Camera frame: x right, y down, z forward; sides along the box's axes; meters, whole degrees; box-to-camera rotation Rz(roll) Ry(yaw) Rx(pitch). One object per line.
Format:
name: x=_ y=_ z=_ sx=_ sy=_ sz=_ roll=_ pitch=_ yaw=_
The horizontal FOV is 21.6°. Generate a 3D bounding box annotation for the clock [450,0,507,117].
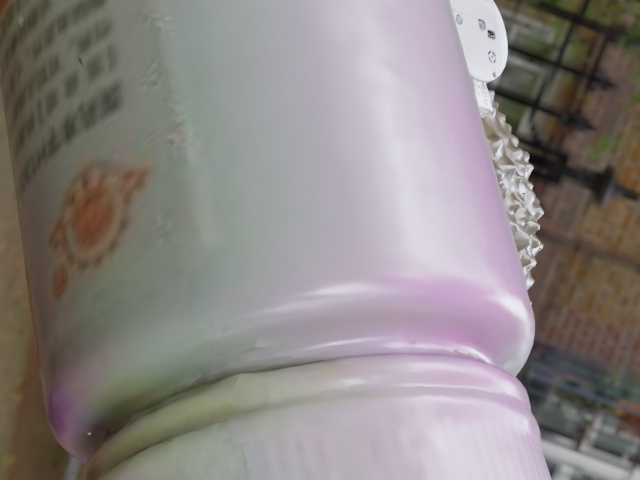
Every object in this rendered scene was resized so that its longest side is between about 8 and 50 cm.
clock: x=0.060 y=-0.119 z=0.961 sx=0.041 sy=0.129 sz=0.087 roll=-15 pitch=-115 yaw=40

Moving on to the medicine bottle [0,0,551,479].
medicine bottle: x=-0.023 y=0.006 z=0.754 sx=0.219 sy=0.219 sz=0.388 roll=112 pitch=-32 yaw=-62

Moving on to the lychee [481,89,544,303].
lychee: x=0.000 y=0.000 z=1.419 sx=0.432 sy=0.380 sz=0.380 roll=-54 pitch=165 yaw=-78
